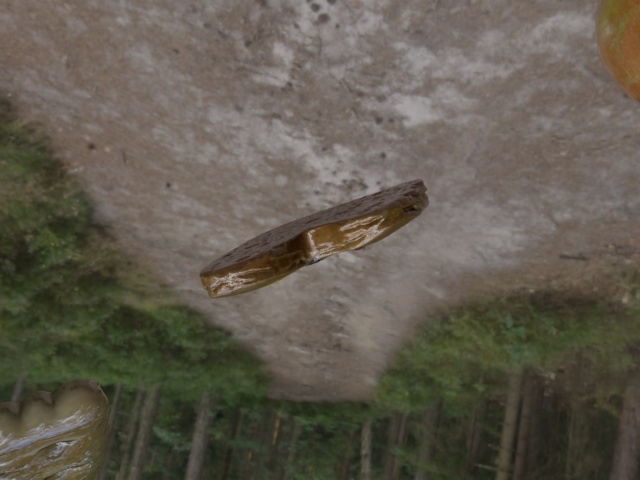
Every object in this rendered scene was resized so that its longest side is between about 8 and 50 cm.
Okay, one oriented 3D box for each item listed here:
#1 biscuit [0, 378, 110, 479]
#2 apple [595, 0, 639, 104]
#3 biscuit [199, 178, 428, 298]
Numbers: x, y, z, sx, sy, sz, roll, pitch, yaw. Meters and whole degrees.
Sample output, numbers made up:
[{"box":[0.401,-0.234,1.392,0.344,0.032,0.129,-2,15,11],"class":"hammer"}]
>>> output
[{"box":[-0.304,0.190,0.420,0.325,0.044,0.217,-15,157,-29],"class":"biscuit"},{"box":[0.425,-0.237,0.672,0.253,0.253,0.253,11,166,3],"class":"apple"},{"box":[0.001,0.002,0.803,0.277,0.052,0.262,-18,-171,17],"class":"biscuit"}]
